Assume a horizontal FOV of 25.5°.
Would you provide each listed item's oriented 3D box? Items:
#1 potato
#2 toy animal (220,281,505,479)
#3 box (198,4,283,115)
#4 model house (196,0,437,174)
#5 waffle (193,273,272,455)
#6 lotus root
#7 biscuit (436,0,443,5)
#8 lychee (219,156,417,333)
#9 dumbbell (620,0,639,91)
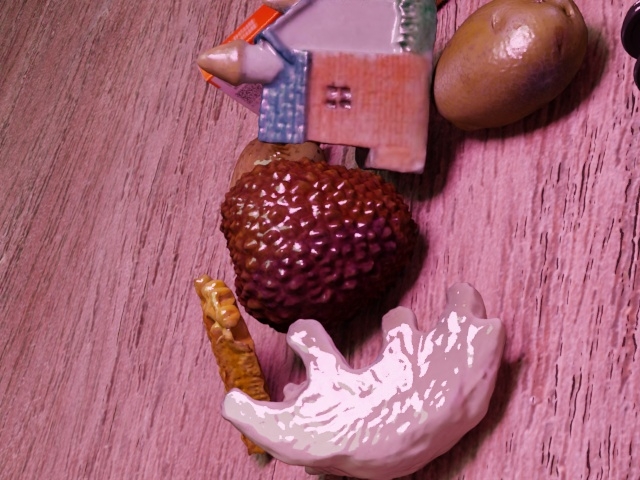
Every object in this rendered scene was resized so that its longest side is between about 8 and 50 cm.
[{"bbox_3d":[0.248,-0.239,1.919,0.251,0.159,0.174,-40,4,40],"label":"potato"},{"bbox_3d":[0.084,0.191,1.739,0.266,0.188,0.308,28,69,36],"label":"toy animal"},{"bbox_3d":[-0.005,-0.289,2.171,0.273,0.265,0.048,-41,48,15],"label":"box"},{"bbox_3d":[-0.016,-0.239,1.988,0.194,0.324,0.267,-160,74,-79],"label":"model house"},{"bbox_3d":[-0.123,0.147,1.951,0.057,0.229,0.219,-18,29,-7],"label":"waffle"},{"bbox_3d":[-0.066,-0.075,2.158,0.154,0.140,0.257,-20,50,49],"label":"lotus root"},{"bbox_3d":[0.195,-0.467,2.294,0.164,0.047,0.208,-42,34,17],"label":"biscuit"},{"bbox_3d":[0.000,0.000,1.929,0.271,0.271,0.271,-31,38,29],"label":"lychee"},{"bbox_3d":[0.427,-0.236,1.744,0.099,0.099,0.208,-35,37,25],"label":"dumbbell"}]
